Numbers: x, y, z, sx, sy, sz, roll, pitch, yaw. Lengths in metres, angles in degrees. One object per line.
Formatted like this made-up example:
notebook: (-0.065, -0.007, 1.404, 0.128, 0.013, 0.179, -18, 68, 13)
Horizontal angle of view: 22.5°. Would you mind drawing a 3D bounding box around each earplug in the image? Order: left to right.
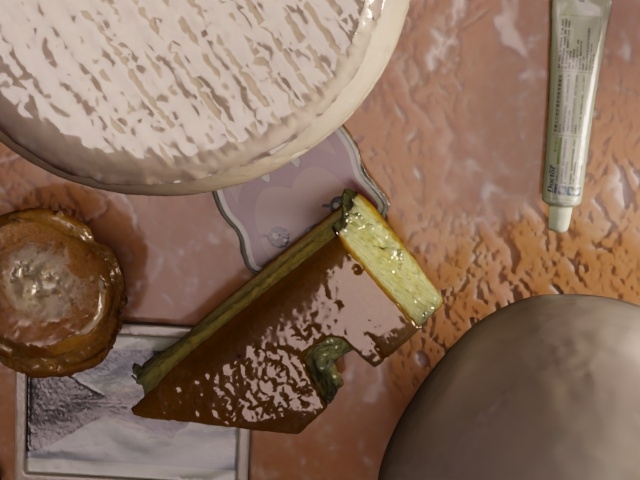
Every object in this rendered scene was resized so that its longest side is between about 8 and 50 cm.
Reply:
earplug: (0.239, 0.223, 1.214, 0.394, 0.312, 0.312, 36, 102, -1)

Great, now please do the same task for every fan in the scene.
fan: (0.000, 0.000, 1.325, 0.132, 0.009, 0.220, -28, 98, 11)

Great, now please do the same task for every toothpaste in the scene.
toothpaste: (0.199, -0.104, 1.280, 0.048, 0.029, 0.197, 4, 100, 0)

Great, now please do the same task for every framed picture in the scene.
framed picture: (-0.159, 0.141, 1.362, 0.203, 0.015, 0.150, 4, 102, 2)

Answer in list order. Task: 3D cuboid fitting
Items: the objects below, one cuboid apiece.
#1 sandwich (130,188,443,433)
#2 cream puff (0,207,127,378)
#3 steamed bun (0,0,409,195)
sandwich: (-0.029, 0.082, 1.278, 0.236, 0.122, 0.128, -39, 93, 13)
cream puff: (-0.223, 0.046, 1.296, 0.144, 0.103, 0.126, 41, 77, 12)
steamed bun: (-0.114, -0.220, 1.163, 0.374, 0.241, 0.374, 0, 99, 0)
